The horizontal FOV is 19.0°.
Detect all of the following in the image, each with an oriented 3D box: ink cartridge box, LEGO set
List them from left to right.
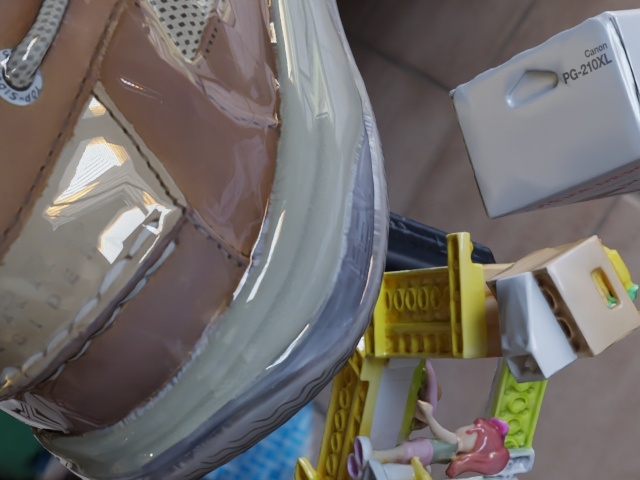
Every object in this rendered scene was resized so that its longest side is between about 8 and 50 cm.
[{"bbox_3d":[0.074,0.062,0.781,0.287,0.107,0.132,114,147,-47],"label":"LEGO set"},{"bbox_3d":[0.236,-0.095,1.315,0.172,0.237,0.100,-25,79,53],"label":"ink cartridge box"}]

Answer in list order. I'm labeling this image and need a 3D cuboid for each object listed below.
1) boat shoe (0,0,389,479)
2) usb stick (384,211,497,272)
[{"bbox_3d":[-0.067,-0.091,0.466,0.123,0.116,0.324,-42,38,24],"label":"boat shoe"},{"bbox_3d":[0.000,0.000,1.007,0.077,0.278,0.045,-19,68,31],"label":"usb stick"}]
